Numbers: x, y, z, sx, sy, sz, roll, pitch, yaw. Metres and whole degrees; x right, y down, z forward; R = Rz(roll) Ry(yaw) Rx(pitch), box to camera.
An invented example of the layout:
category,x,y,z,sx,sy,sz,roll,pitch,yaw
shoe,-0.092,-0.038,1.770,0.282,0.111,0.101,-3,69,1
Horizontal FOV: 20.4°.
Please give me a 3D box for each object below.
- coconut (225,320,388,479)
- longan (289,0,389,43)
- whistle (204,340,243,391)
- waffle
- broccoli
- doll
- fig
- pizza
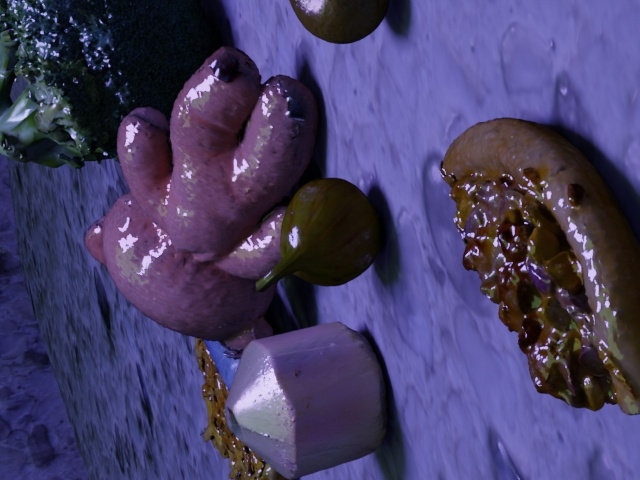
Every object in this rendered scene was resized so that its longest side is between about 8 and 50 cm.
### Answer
category,x,y,z,sx,sy,sz,roll,pitch,yaw
coconut,-0.016,0.129,1.415,0.116,0.122,0.116,169,90,-74
longan,0.009,-0.168,1.187,0.083,0.075,0.075,15,-121,-67
whistle,-0.100,0.053,1.695,0.304,0.062,0.062,-121,24,-46
waffle,-0.084,0.137,1.821,0.254,0.052,0.245,-152,55,-70
broccoli,-0.214,-0.150,1.711,0.245,0.294,0.265,-40,21,35
doll,-0.076,-0.048,1.533,0.201,0.156,0.303,36,129,8
fig,0.000,0.000,1.314,0.084,0.098,0.082,-25,101,40
pizza,0.120,0.009,0.945,0.127,0.058,0.246,94,161,-47
